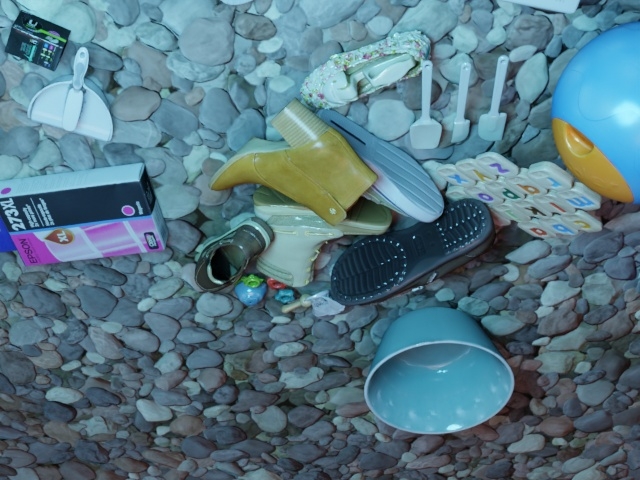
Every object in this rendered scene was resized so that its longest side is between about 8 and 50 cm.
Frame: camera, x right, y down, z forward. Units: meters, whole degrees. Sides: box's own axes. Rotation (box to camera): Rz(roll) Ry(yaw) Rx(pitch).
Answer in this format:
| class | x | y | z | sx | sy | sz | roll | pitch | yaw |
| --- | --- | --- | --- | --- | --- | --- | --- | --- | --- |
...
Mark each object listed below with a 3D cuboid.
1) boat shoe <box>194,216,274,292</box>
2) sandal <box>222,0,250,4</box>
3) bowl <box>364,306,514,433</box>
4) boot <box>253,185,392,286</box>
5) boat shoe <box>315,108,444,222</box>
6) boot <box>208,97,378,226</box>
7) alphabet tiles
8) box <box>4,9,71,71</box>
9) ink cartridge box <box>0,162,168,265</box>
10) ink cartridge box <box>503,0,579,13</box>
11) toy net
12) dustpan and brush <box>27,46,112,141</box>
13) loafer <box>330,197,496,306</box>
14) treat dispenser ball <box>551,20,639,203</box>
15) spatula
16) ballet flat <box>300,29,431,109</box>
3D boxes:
| class | x | y | z | sx | sy | sz | roll | pitch | yaw |
| --- | --- | --- | --- | --- | --- | --- | --- | --- | --- |
| boat shoe | -0.191 | 0.042 | 1.644 | 0.095 | 0.095 | 0.257 | 42 | 138 | -3 |
| sandal | -0.054 | -0.435 | 1.284 | 0.265 | 0.076 | 0.102 | -9 | 119 | 35 |
| bowl | 0.247 | 0.261 | 1.833 | 0.312 | 0.163 | 0.311 | 0 | 131 | 0 |
| boot | 0.000 | 0.000 | 1.640 | 0.262 | 0.095 | 0.203 | 6 | 130 | 3 |
| boat shoe | 0.089 | -0.126 | 1.545 | 0.302 | 0.109 | 0.094 | 36 | 136 | -15 |
| boot | -0.052 | -0.098 | 1.488 | 0.211 | 0.104 | 0.295 | 47 | 135 | -9 |
| alphabet tiles | 0.355 | -0.079 | 1.524 | 0.278 | 0.021 | 0.284 | 29 | 161 | -22 |
| box | -0.456 | -0.322 | 1.379 | 0.083 | 0.062 | 0.052 | 20 | 127 | -18 |
| ink cartridge box | -0.493 | -0.043 | 1.630 | 0.371 | 0.069 | 0.175 | -5 | 131 | 7 |
| ink cartridge box | 0.246 | -0.472 | 1.207 | 0.306 | 0.131 | 0.226 | 10 | 131 | -7 |
| toy net | -0.058 | 0.105 | 1.767 | 0.232 | 0.045 | 0.122 | 8 | 140 | -13 |
| dustpan and brush | -0.414 | -0.250 | 1.444 | 0.147 | 0.060 | 0.211 | 15 | 130 | -13 |
| loafer | 0.187 | 0.047 | 1.662 | 0.366 | 0.133 | 0.130 | -23 | 149 | 28 |
| treat dispenser ball | 0.512 | -0.200 | 1.345 | 0.288 | 0.288 | 0.288 | 0 | 131 | 0 |
| spatula | 0.236 | -0.228 | 1.447 | 0.168 | 0.019 | 0.242 | -1 | 154 | 5 |
| ballet flat | 0.071 | -0.275 | 1.415 | 0.241 | 0.077 | 0.091 | -24 | 128 | 20 |
